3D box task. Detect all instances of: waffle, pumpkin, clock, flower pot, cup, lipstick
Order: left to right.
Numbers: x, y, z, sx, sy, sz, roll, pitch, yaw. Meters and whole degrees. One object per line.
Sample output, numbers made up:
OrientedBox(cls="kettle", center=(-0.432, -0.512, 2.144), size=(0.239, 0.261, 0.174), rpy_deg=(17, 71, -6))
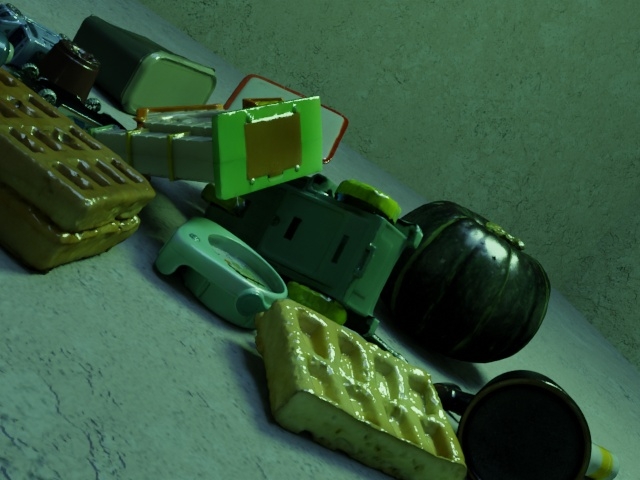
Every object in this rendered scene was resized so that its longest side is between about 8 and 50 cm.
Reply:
OrientedBox(cls="waffle", center=(-0.348, -0.109, 0.933), size=(0.327, 0.098, 0.224), rpy_deg=(39, 10, 4))
OrientedBox(cls="flower pot", center=(-0.392, -0.257, 1.370), size=(0.111, 0.089, 0.111), rpy_deg=(35, 12, -9))
OrientedBox(cls="clock", center=(-0.163, -0.140, 1.217), size=(0.255, 0.106, 0.220), rpy_deg=(9, 18, 33))
OrientedBox(cls="clock", center=(-0.108, 0.050, 1.100), size=(0.188, 0.060, 0.148), rpy_deg=(38, 11, -1))
OrientedBox(cls="waffle", center=(0.048, 0.177, 1.013), size=(0.274, 0.057, 0.168), rpy_deg=(31, 25, -27))
OrientedBox(cls="pumpkin", center=(0.251, 0.074, 1.600), size=(0.323, 0.241, 0.323), rpy_deg=(29, 13, -7))
OrientedBox(cls="cup", center=(0.246, 0.230, 1.199), size=(0.239, 0.166, 0.177), rpy_deg=(41, 9, 10))
OrientedBox(cls="lipstick", center=(0.401, 0.343, 1.462), size=(0.264, 0.059, 0.059), rpy_deg=(29, 15, -36))

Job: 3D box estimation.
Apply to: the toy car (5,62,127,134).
OrientedBox(cls="toy car", center=(-0.362, -0.186, 1.271), size=(0.205, 0.056, 0.095), rpy_deg=(29, 14, -49))

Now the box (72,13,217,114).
OrientedBox(cls="box", center=(-0.339, -0.330, 1.709), size=(0.178, 0.138, 0.274), rpy_deg=(36, 11, 16))

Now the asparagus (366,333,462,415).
OrientedBox(cls="asparagus", center=(0.136, 0.195, 1.350), size=(0.233, 0.022, 0.023), rpy_deg=(39, -32, 18))

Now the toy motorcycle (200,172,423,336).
OrientedBox(cls="toy motorcycle", center=(-0.022, 0.000, 1.314), size=(0.326, 0.191, 0.200), rpy_deg=(24, -7, 37))

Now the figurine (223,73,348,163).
OrientedBox(cls="figurine", center=(-0.089, -0.115, 1.442), size=(0.183, 0.226, 0.160), rpy_deg=(25, 39, -1))

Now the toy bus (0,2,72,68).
OrientedBox(cls="toy bus", center=(-0.457, -0.306, 1.409), size=(0.167, 0.073, 0.076), rpy_deg=(22, 30, -57))

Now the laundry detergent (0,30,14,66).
OrientedBox(cls="laundry detergent", center=(-0.506, -0.286, 1.231), size=(0.096, 0.061, 0.206), rpy_deg=(34, 8, 26))
